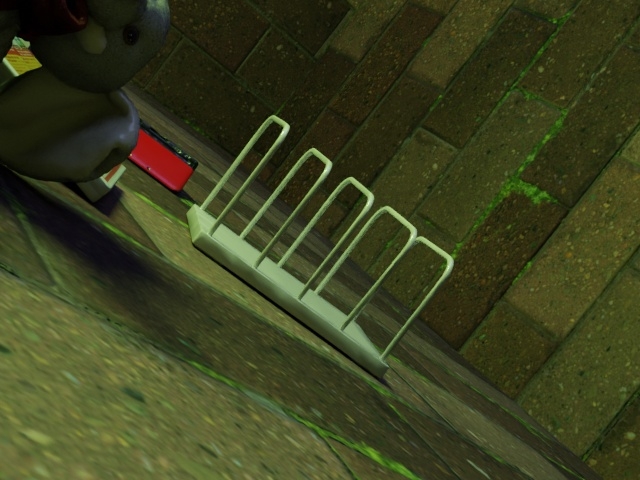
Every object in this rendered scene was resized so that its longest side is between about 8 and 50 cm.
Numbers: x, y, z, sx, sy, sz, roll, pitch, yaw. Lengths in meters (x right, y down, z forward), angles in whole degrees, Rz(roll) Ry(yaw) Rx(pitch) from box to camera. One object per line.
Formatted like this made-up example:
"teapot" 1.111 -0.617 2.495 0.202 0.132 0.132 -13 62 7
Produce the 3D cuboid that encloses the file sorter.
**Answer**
"file sorter" 0.000 0.000 1.176 0.278 0.173 0.193 38 3 -15

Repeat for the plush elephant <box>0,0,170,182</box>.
"plush elephant" -0.210 -0.193 0.700 0.255 0.271 0.330 9 -10 -24

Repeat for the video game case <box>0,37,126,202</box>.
"video game case" -0.296 -0.165 0.934 0.285 0.025 0.204 52 0 -12

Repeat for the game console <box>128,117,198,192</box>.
"game console" -0.265 -0.121 1.415 0.144 0.085 0.124 38 -28 -11

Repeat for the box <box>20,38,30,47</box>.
"box" -0.535 -0.475 1.744 0.103 0.203 0.114 35 4 -47
